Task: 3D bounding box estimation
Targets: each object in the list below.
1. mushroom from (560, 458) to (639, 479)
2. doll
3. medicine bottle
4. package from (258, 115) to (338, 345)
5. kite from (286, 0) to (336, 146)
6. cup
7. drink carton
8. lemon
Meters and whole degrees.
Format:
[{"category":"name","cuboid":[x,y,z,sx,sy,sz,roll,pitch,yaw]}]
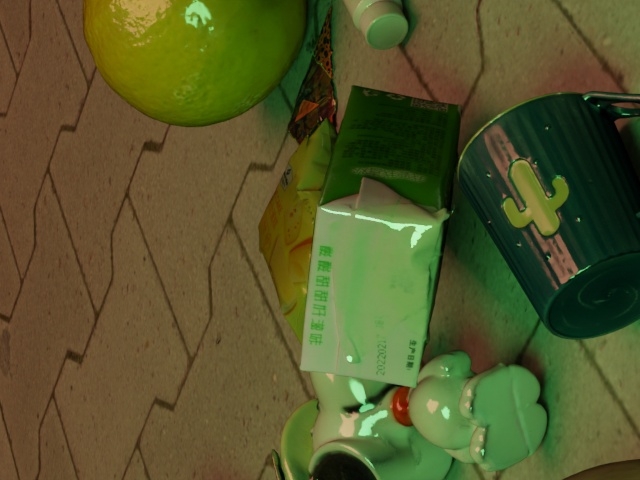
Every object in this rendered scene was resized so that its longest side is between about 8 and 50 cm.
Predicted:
[{"category":"mushroom","cuboid":[0.210,0.325,1.200,0.362,0.295,0.362,18,-90,-79]},{"category":"doll","cuboid":[0.073,0.174,1.631,0.271,0.144,0.208,22,121,48]},{"category":"medicine bottle","cuboid":[0.053,-0.230,1.836,0.052,0.052,0.089,-63,33,36]},{"category":"package","cuboid":[0.000,0.000,1.854,0.168,0.090,0.226,-66,30,29]},{"category":"kite","cuboid":[-0.010,-0.135,1.996,0.125,0.008,0.222,149,122,-61]},{"category":"cup","cuboid":[0.208,-0.027,1.436,0.176,0.131,0.155,-37,53,23]},{"category":"drink carton","cuboid":[0.056,-0.015,1.584,0.271,0.108,0.161,-76,-7,-62]},{"category":"lemon","cuboid":[-0.121,-0.250,1.992,0.219,0.240,0.240,-25,63,47]}]
